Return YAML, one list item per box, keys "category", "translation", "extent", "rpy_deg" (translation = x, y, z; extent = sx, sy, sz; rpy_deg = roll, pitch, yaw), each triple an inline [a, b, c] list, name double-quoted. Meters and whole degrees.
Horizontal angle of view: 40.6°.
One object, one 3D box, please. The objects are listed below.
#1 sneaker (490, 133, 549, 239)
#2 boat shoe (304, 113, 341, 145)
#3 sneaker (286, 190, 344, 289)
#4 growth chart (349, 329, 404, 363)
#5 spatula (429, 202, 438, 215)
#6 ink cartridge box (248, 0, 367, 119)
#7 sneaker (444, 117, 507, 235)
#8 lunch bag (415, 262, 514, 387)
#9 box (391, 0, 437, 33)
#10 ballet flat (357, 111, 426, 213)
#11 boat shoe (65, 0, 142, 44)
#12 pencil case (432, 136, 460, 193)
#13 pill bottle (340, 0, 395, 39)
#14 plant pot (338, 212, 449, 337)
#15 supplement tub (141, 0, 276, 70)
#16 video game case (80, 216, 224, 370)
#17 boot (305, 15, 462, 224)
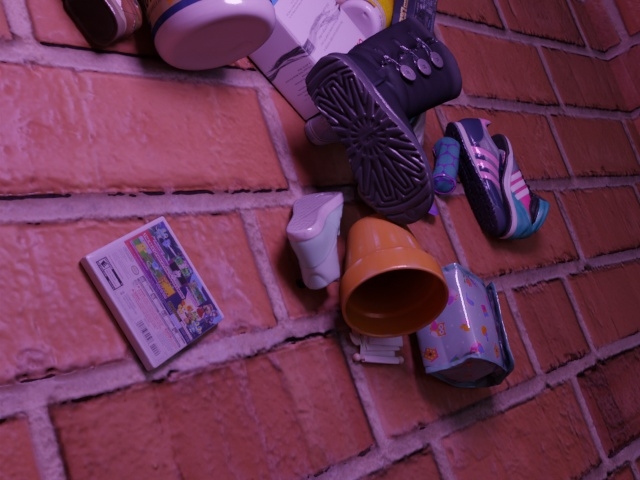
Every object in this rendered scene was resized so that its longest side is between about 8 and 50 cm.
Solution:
- category: "sneaker"
  translation: [0.527, -0.132, 2.318]
  extent: [0.178, 0.124, 0.295]
  rpy_deg: [15, 66, -38]
- category: "boat shoe"
  translation: [0.060, -0.260, 1.895]
  extent: [0.227, 0.081, 0.079]
  rpy_deg: [-23, 87, -52]
- category: "sneaker"
  translation: [-0.001, 0.000, 1.686]
  extent: [0.256, 0.094, 0.151]
  rpy_deg: [-60, 140, -62]
- category: "growth chart"
  translation: [0.109, 0.144, 1.764]
  extent: [0.172, 0.021, 0.237]
  rpy_deg: [21, 54, -40]
- category: "spatula"
  translation: [0.234, -0.190, 2.096]
  extent: [0.084, 0.030, 0.296]
  rpy_deg: [19, 55, -43]
- category: "ink cartridge box"
  translation: [-0.053, -0.446, 1.835]
  extent: [0.307, 0.129, 0.223]
  rpy_deg: [47, 40, -21]
- category: "sneaker"
  translation: [0.435, -0.172, 2.218]
  extent: [0.131, 0.112, 0.319]
  rpy_deg: [-15, 81, -19]
- category: "lunch bag"
  translation: [0.315, 0.193, 1.867]
  extent: [0.262, 0.160, 0.223]
  rpy_deg: [27, 46, -52]
- category: "box"
  translation: [0.230, -0.528, 2.146]
  extent: [0.183, 0.059, 0.232]
  rpy_deg: [-9, 108, -66]
- category: "ballet flat"
  translation: [0.175, -0.208, 1.982]
  extent: [0.139, 0.139, 0.400]
  rpy_deg: [40, 48, -27]
- category: "boat shoe"
  translation: [-0.414, -0.482, 1.475]
  extent: [0.307, 0.111, 0.104]
  rpy_deg: [64, 33, -15]
- category: "pencil case"
  translation: [0.309, -0.187, 2.152]
  extent: [0.064, 0.070, 0.151]
  rpy_deg: [78, 18, -44]
- category: "pill bottle"
  translation: [0.126, -0.558, 2.117]
  extent: [0.117, 0.117, 0.215]
  rpy_deg: [54, 39, -11]
- category: "plant pot"
  translation: [0.128, 0.054, 1.684]
  extent: [0.205, 0.205, 0.188]
  rpy_deg: [30, 33, -35]
- category: "supplement tub"
  translation: [-0.230, -0.499, 1.585]
  extent: [0.228, 0.228, 0.316]
  rpy_deg: [-6, 73, -50]
- category: "video game case"
  translation: [-0.262, 0.080, 1.376]
  extent: [0.201, 0.023, 0.183]
  rpy_deg: [59, 38, -3]
- category: "boot"
  translation: [0.186, -0.266, 1.808]
  extent: [0.367, 0.146, 0.445]
  rpy_deg: [61, 32, -6]
